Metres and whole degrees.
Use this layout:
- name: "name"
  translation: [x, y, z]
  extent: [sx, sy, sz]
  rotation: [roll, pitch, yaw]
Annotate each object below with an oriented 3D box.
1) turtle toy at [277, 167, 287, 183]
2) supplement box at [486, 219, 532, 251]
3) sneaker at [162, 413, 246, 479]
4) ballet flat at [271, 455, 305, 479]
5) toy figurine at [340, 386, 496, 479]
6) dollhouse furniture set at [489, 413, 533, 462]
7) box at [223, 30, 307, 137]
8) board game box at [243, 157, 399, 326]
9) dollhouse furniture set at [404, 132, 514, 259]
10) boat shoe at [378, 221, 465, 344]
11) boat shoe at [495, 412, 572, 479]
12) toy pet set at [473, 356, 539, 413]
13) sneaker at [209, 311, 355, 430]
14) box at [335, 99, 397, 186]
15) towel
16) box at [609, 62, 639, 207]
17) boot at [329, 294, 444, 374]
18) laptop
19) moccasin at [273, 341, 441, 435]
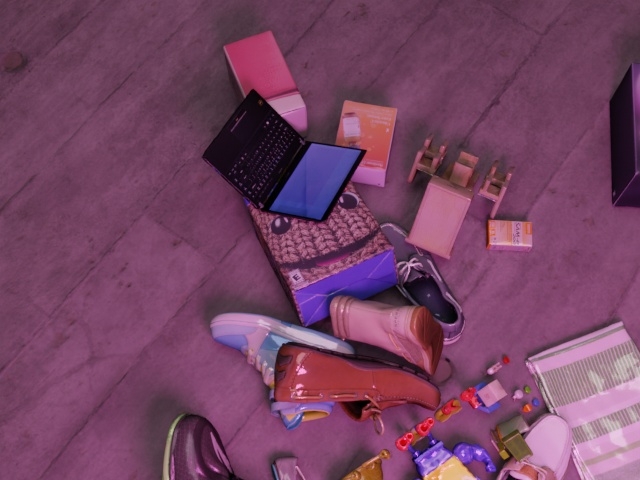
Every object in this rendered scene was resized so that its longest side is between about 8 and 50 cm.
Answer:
- name: "turtle toy"
  translation: [-0.128, -0.169, 1.943]
  extent: [0.095, 0.066, 0.130]
  rotation: [-28, 97, -13]
- name: "supplement box"
  translation: [0.429, -0.011, 1.890]
  extent: [0.099, 0.036, 0.062]
  rotation: [3, 68, 2]
- name: "sneaker"
  translation: [-0.137, 0.537, 1.580]
  extent: [0.202, 0.185, 0.482]
  rotation: [-33, 78, 20]
- name: "ballet flat"
  translation: [-0.047, 0.537, 1.661]
  extent: [0.068, 0.072, 0.213]
  rotation: [-8, 68, -14]
- name: "toy figurine"
  translation: [0.221, 0.474, 1.624]
  extent: [0.363, 0.191, 0.217]
  rotation: [-34, 76, -10]
- name: "dollhouse furniture set"
  translation: [0.377, 0.383, 1.664]
  extent: [0.076, 0.151, 0.058]
  rotation: [-34, 102, 9]
- name: "box"
  translation: [-0.131, -0.355, 1.983]
  extent: [0.127, 0.148, 0.232]
  rotation: [-21, 70, -8]
- name: "board game box"
  translation: [0.000, 0.000, 1.799]
  extent: [0.232, 0.141, 0.291]
  rotation: [-24, 52, -8]
- name: "dollhouse furniture set"
  translation: [0.294, -0.096, 1.878]
  extent: [0.212, 0.161, 0.242]
  rotation: [24, 35, 10]
- name: "boat shoe"
  translation: [0.216, 0.077, 1.825]
  extent: [0.116, 0.099, 0.319]
  rotation: [-28, 69, -8]
- name: "boat shoe"
  translation: [0.413, 0.475, 1.641]
  extent: [0.113, 0.103, 0.302]
  rotation: [25, 74, 22]
- name: "toy pet set"
  translation: [0.379, 0.326, 1.755]
  extent: [0.114, 0.065, 0.122]
  rotation: [-16, 67, -43]
- name: "sneaker"
  translation: [-0.103, 0.278, 1.738]
  extent: [0.319, 0.127, 0.208]
  rotation: [14, 67, 8]
- name: "box"
  translation: [0.104, -0.228, 1.957]
  extent: [0.130, 0.091, 0.170]
  rotation: [9, 68, 5]
- name: "towel"
  translation: [0.606, 0.353, 1.737]
  extent: [0.248, 0.038, 0.324]
  rotation: [-20, 69, -8]
- name: "box"
  translation: [0.834, -0.229, 1.894]
  extent: [0.294, 0.182, 0.296]
  rotation: [4, 68, 5]
- name: "boot"
  translation: [0.139, 0.195, 1.722]
  extent: [0.204, 0.262, 0.095]
  rotation: [7, 67, 24]
- name: "laptop"
  translation: [-0.073, -0.185, 1.777]
  extent: [0.264, 0.137, 0.234]
  rotation: [44, 53, -19]
- name: "moccasin"
  translation: [0.079, 0.303, 1.654]
  extent: [0.380, 0.139, 0.146]
  rotation: [16, 82, -36]
